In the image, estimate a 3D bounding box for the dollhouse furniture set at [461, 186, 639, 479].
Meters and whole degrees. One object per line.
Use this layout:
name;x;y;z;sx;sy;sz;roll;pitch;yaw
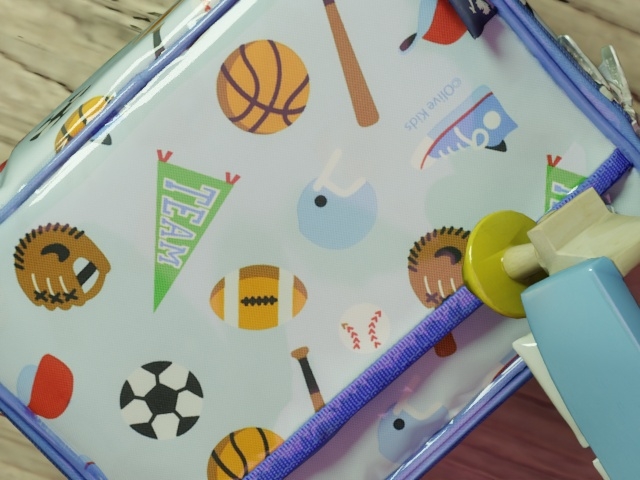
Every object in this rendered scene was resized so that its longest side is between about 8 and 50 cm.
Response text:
dollhouse furniture set;0.208;0.070;0.817;0.286;0.198;0.303;-36;95;-34

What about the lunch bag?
lunch bag;0.000;0.000;0.817;0.303;0.115;0.243;-40;102;5
